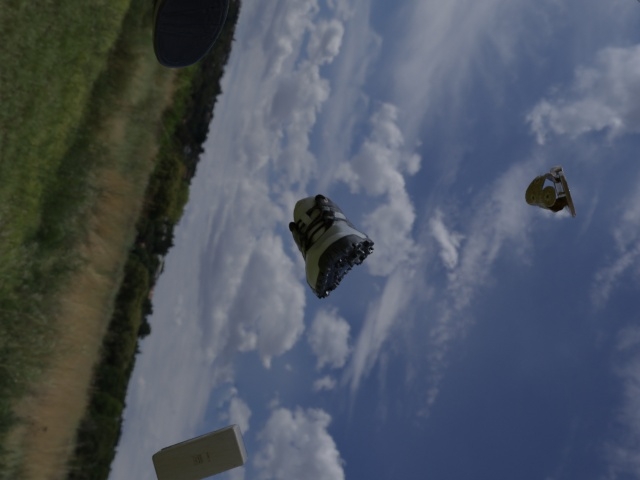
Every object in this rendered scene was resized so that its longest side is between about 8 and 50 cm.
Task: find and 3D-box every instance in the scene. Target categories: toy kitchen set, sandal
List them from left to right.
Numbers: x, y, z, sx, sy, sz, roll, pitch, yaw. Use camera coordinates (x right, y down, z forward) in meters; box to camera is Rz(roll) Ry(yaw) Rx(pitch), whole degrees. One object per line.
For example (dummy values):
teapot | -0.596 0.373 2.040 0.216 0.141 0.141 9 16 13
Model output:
toy kitchen set | -0.142 0.384 0.903 0.166 0.122 0.207 80 -8 -82
sandal | 0.430 -0.087 1.156 0.088 0.079 0.240 70 22 -10

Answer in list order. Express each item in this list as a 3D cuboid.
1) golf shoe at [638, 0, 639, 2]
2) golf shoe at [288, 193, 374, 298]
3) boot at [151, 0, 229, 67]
golf shoe | 0.428 -0.255 0.741 0.086 0.176 0.069 -53 -164 35
golf shoe | 0.000 0.000 0.611 0.077 0.094 0.198 -43 178 1
boot | -0.175 -0.351 0.731 0.179 0.085 0.236 59 -37 32
